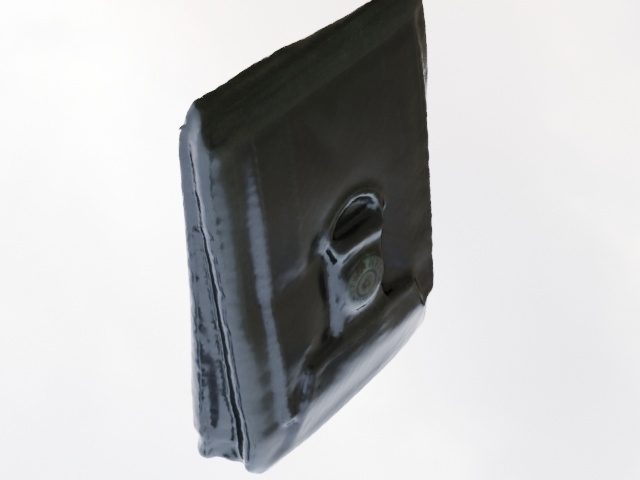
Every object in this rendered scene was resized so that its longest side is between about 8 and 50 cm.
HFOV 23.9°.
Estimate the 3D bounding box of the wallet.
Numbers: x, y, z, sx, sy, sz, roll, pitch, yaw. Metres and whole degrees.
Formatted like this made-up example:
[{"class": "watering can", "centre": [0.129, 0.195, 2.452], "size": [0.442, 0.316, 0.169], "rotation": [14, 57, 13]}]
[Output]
[{"class": "wallet", "centre": [0.000, 0.000, 0.774], "size": [0.169, 0.245, 0.052], "rotation": [-34, -128, -31]}]
